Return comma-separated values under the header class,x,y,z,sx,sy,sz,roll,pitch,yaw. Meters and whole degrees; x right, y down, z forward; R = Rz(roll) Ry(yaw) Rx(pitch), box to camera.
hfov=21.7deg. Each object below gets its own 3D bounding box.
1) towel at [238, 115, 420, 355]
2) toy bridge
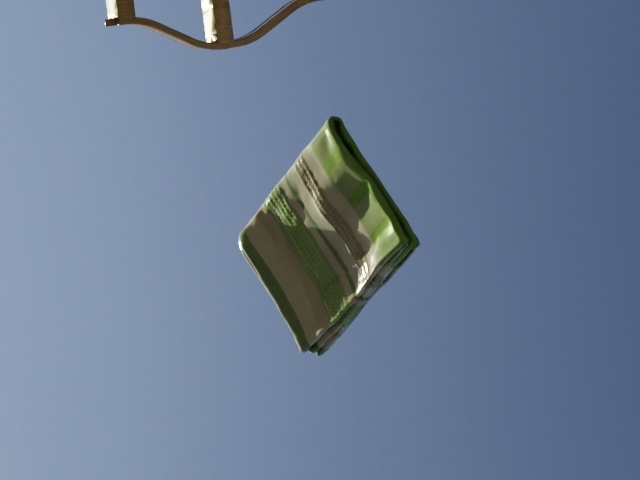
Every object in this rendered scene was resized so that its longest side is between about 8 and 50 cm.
class,x,y,z,sx,sy,sz,roll,pitch,yaw
towel,0.000,0.000,1.163,0.113,0.023,0.152,56,-41,16
toy bridge,-0.083,-0.184,1.327,0.026,0.188,0.063,12,-69,62
